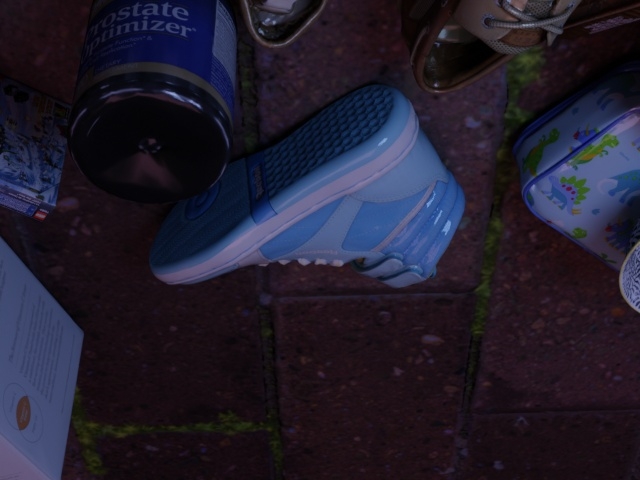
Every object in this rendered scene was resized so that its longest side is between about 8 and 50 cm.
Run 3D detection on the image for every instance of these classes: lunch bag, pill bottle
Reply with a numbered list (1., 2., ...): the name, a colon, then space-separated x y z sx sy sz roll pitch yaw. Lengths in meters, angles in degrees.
1. lunch bag: 0.312 -0.064 1.082 0.219 0.090 0.176 30 129 -30
2. pill bottle: -0.128 -0.143 0.886 0.123 0.219 0.123 -1 137 -1

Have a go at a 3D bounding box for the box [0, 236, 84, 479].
1. box: -0.409 0.095 1.131 0.168 0.215 0.345 -15 135 14

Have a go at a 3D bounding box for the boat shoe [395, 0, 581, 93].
1. boat shoe: 0.151 -0.196 0.821 0.123 0.120 0.324 5 166 -16

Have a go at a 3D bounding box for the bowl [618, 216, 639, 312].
1. bowl: 0.352 -0.004 1.023 0.170 0.080 0.170 0 139 0

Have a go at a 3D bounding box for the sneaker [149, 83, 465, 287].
1. sneaker: 0.000 0.000 1.114 0.319 0.127 0.208 -27 130 25

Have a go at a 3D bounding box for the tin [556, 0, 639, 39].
1. tin: 0.225 -0.220 0.869 0.040 0.106 0.190 4 175 -32

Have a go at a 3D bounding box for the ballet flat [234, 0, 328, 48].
1. ballet flat: -0.006 -0.281 0.815 0.116 0.124 0.342 10 135 -12

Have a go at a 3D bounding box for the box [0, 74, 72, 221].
1. box: -0.277 -0.088 0.999 0.094 0.137 0.027 24 130 -25
